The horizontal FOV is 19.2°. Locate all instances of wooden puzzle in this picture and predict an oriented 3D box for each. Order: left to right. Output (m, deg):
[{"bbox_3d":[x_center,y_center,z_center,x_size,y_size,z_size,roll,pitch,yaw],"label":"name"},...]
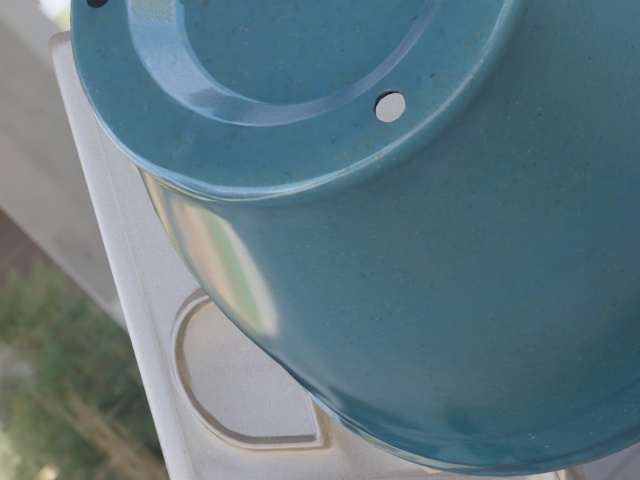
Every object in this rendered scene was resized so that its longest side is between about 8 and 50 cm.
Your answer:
[{"bbox_3d":[0.000,0.000,1.167,0.348,0.322,0.080,-5,14,41],"label":"wooden puzzle"}]

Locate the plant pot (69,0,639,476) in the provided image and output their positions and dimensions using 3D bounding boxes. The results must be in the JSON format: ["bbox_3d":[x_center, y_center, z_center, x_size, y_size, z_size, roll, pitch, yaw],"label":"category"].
[{"bbox_3d":[0.040,-0.062,0.765,0.271,0.271,0.255,-45,-29,5],"label":"plant pot"}]
